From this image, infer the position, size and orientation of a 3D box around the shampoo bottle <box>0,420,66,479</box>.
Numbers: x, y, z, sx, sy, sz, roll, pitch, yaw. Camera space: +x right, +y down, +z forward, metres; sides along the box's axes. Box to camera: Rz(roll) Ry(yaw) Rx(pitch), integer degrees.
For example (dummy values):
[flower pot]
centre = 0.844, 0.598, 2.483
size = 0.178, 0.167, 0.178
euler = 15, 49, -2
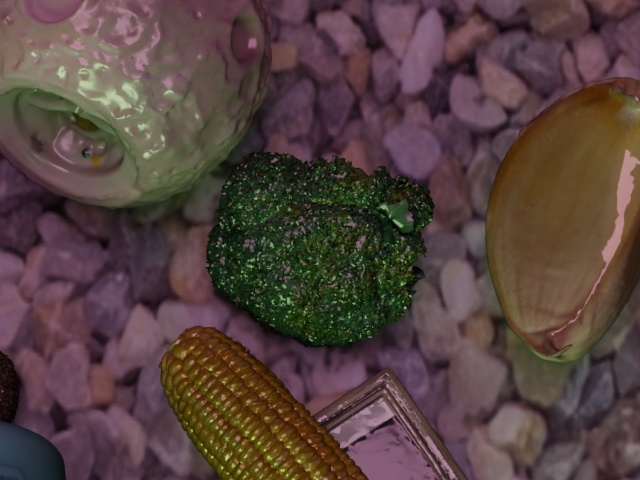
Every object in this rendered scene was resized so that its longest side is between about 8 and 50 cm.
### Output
[shampoo bottle]
centre = -0.337, 0.319, 1.252
size = 0.331, 0.331, 0.343
euler = -6, 71, 0

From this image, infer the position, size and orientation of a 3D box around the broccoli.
[broccoli]
centre = 0.000, 0.000, 1.437
size = 0.195, 0.195, 0.156
euler = 25, 55, 10

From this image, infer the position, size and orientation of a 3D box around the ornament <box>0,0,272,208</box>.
[ornament]
centre = -0.163, -0.159, 1.447
size = 0.259, 0.259, 0.225
euler = 21, 58, 9

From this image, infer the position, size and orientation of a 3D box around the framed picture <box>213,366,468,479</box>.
[framed picture]
centre = -0.002, 0.269, 1.419
size = 0.293, 0.018, 0.231
euler = -33, 73, -8

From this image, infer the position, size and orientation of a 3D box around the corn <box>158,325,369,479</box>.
[corn]
centre = -0.026, 0.184, 1.392
size = 0.101, 0.101, 0.292
euler = -37, 69, -9

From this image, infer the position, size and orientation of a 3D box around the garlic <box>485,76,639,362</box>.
[garlic]
centre = 0.212, -0.013, 1.428
size = 0.145, 0.164, 0.245
euler = 22, 79, -8

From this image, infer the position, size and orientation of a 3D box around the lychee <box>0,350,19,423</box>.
[lychee]
centre = -0.281, 0.127, 1.456
size = 0.067, 0.068, 0.083
euler = 31, 68, -31
